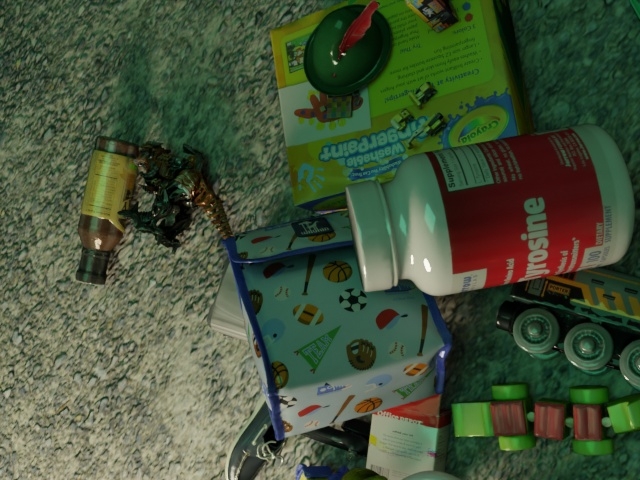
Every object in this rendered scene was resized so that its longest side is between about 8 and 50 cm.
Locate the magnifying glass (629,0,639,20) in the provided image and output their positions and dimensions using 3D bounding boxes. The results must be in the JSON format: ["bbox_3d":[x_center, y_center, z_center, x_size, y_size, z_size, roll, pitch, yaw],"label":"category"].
[{"bbox_3d":[0.576,-0.374,1.353,0.092,0.026,0.231,0,86,28],"label":"magnifying glass"}]

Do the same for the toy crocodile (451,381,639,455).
[{"bbox_3d":[0.386,0.303,1.340,0.340,0.105,0.115,-5,83,28],"label":"toy crocodile"}]

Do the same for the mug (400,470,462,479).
[{"bbox_3d":[0.240,0.558,1.293,0.328,0.276,0.374,-47,71,11],"label":"mug"}]

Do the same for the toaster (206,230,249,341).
[{"bbox_3d":[-0.125,0.109,1.620,0.146,0.129,0.227,20,92,24],"label":"toaster"}]

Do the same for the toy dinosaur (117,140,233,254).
[{"bbox_3d":[-0.319,-0.100,1.738,0.218,0.164,0.322,-51,42,-3],"label":"toy dinosaur"}]

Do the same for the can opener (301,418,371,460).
[{"bbox_3d":[0.018,0.379,1.537,0.186,0.059,0.073,12,47,8],"label":"can opener"}]

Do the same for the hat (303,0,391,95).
[{"bbox_3d":[0.018,-0.371,1.371,0.208,0.183,0.173,-34,67,19],"label":"hat"}]

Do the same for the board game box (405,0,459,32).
[{"bbox_3d":[0.163,-0.455,1.332,0.048,0.141,0.170,-27,72,23],"label":"board game box"}]

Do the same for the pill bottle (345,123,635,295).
[{"bbox_3d":[0.253,-0.039,1.238,0.407,0.229,0.229,-11,79,0],"label":"pill bottle"}]

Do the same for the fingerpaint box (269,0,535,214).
[{"bbox_3d":[0.151,-0.278,1.490,0.445,0.163,0.371,-14,77,26],"label":"fingerpaint box"}]

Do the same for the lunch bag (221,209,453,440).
[{"bbox_3d":[0.016,0.107,1.408,0.328,0.239,0.385,-12,53,-9],"label":"lunch bag"}]

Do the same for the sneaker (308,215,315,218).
[{"bbox_3d":[0.000,0.000,1.618,0.044,0.040,0.109,-15,81,9],"label":"sneaker"}]

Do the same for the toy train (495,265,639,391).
[{"bbox_3d":[0.465,0.128,1.305,0.334,0.142,0.190,16,83,28],"label":"toy train"}]

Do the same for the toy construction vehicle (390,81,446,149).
[{"bbox_3d":[0.169,-0.217,1.360,0.098,0.035,0.086,-39,68,19],"label":"toy construction vehicle"}]

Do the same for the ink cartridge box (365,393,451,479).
[{"bbox_3d":[0.165,0.376,1.464,0.134,0.078,0.231,7,88,28],"label":"ink cartridge box"}]

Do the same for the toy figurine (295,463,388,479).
[{"bbox_3d":[-0.028,0.489,1.479,0.217,0.191,0.362,-110,36,-54],"label":"toy figurine"}]

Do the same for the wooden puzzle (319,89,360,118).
[{"bbox_3d":[0.036,-0.250,1.450,0.083,0.006,0.049,0,84,29],"label":"wooden puzzle"}]

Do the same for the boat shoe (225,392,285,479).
[{"bbox_3d":[-0.108,0.402,1.601,0.079,0.095,0.254,30,90,38],"label":"boat shoe"}]

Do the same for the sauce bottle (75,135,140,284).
[{"bbox_3d":[-0.508,-0.069,1.849,0.111,0.111,0.344,14,93,28],"label":"sauce bottle"}]
